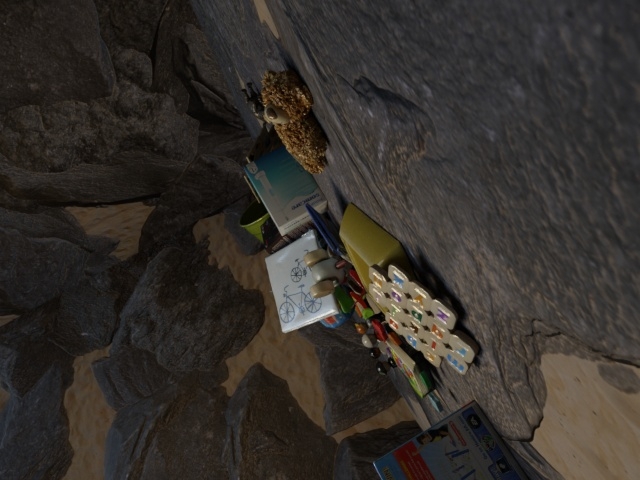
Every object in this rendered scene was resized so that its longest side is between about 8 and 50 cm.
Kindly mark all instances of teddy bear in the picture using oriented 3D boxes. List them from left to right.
[{"bbox_3d":[-0.075,-0.300,1.145,0.245,0.113,0.338,58,175,7],"label":"teddy bear"}]

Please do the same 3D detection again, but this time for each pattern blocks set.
[{"bbox_3d":[0.283,0.414,1.409,0.285,0.026,0.325,61,171,-15],"label":"pattern blocks set"}]

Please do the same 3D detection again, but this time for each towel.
[{"bbox_3d":[0.068,0.000,1.365,0.285,0.034,0.209,34,-161,-55],"label":"towel"}]

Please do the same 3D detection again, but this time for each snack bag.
[{"bbox_3d":[-0.085,0.166,1.677,0.037,0.323,0.342,1,-114,-48],"label":"snack bag"}]

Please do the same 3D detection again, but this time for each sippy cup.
[{"bbox_3d":[0.028,0.243,1.810,0.224,0.240,0.305,56,-166,-18],"label":"sippy cup"}]

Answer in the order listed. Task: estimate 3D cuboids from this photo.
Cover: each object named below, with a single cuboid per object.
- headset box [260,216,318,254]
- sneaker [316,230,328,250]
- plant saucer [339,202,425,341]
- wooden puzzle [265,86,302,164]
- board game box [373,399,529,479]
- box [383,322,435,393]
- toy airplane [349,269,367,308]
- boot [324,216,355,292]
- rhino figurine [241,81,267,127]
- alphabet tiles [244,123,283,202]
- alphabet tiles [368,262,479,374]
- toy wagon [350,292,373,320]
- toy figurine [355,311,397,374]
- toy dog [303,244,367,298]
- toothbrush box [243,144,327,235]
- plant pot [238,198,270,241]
[{"bbox_3d":[-0.118,-0.078,1.858,0.110,0.293,0.218,39,-164,-31],"label":"headset box"},{"bbox_3d":[0.000,0.000,1.832,0.069,0.038,0.098,-175,65,-78],"label":"sneaker"},{"bbox_3d":[0.164,0.095,1.151,0.332,0.081,0.332,63,175,-28],"label":"plant saucer"},{"bbox_3d":[-0.113,-0.393,1.416,0.221,0.044,0.238,54,167,56],"label":"wooden puzzle"},{"bbox_3d":[0.337,0.607,1.023,0.308,0.302,0.086,59,175,27],"label":"board game box"},{"bbox_3d":[0.320,0.420,1.525,0.232,0.059,0.183,64,173,-33],"label":"box"},{"bbox_3d":[0.137,0.157,1.328,0.151,0.151,0.028,60,140,10],"label":"toy airplane"},{"bbox_3d":[0.092,0.063,1.844,0.280,0.096,0.264,78,171,-48],"label":"boot"},{"bbox_3d":[-0.251,-0.544,1.736,0.243,0.073,0.106,55,169,36],"label":"rhino figurine"},{"bbox_3d":[-0.239,-0.337,1.874,0.011,0.285,0.342,19,161,16],"label":"alphabet tiles"},{"bbox_3d":[0.214,0.168,0.926,0.284,0.021,0.277,40,156,31],"label":"alphabet tiles"},{"bbox_3d":[0.184,0.300,2.157,0.344,0.068,0.267,63,175,-27],"label":"toy wagon"},{"bbox_3d":[0.247,0.418,1.738,0.212,0.148,0.209,61,175,-13],"label":"toy figurine"},{"bbox_3d":[0.083,0.105,1.502,0.334,0.161,0.220,-24,-92,-61],"label":"toy dog"},{"bbox_3d":[-0.134,-0.203,1.671,0.295,0.217,0.126,58,174,15],"label":"toothbrush box"},{"bbox_3d":[-0.162,-0.078,2.177,0.353,0.366,0.366,49,180,-23],"label":"plant pot"}]
